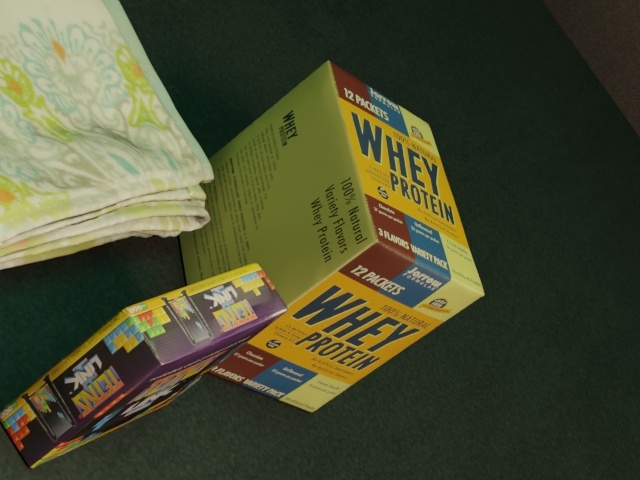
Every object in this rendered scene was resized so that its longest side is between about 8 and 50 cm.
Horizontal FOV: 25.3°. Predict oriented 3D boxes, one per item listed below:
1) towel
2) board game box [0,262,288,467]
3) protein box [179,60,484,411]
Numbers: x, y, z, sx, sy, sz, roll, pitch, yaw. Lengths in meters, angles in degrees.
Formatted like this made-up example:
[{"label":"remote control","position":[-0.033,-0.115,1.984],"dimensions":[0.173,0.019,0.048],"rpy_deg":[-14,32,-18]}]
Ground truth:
[{"label":"towel","position":[-0.261,-0.150,1.110],"dimensions":[0.374,0.090,0.320],"rpy_deg":[58,27,9]},{"label":"board game box","position":[-0.120,0.085,0.999],"dimensions":[0.048,0.141,0.170],"rpy_deg":[57,29,8]},{"label":"protein box","position":[0.000,0.000,1.211],"dimensions":[0.136,0.201,0.200],"rpy_deg":[26,38,-40]}]
